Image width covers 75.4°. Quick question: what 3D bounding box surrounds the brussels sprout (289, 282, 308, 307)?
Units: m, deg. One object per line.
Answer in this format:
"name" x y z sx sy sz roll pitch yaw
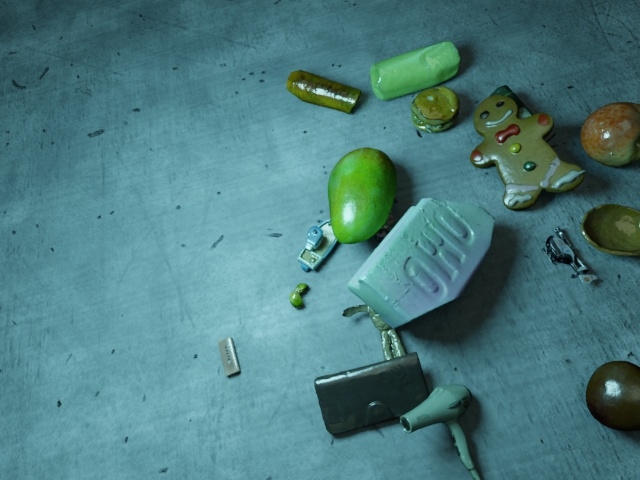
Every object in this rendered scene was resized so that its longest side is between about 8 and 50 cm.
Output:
"brussels sprout" -0.071 0.174 1.332 0.051 0.046 0.083 33 59 -26

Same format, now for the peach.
"peach" 0.963 -0.350 1.358 0.232 0.232 0.233 -3 66 7

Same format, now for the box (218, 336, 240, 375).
"box" -0.285 0.360 1.289 0.048 0.025 0.115 -19 64 -3

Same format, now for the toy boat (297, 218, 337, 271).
"toy boat" 0.000 0.000 1.370 0.088 0.102 0.215 32 73 17

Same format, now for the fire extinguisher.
"fire extinguisher" 0.712 -0.416 1.467 0.118 0.093 0.294 -36 64 20

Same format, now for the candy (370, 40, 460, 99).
"candy" 0.360 -0.653 1.597 0.343 0.132 0.142 -19 49 -1

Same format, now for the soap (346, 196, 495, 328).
"soap" 0.317 0.050 1.225 0.261 0.156 0.446 42 66 3

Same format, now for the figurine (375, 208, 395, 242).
"figurine" 0.221 -0.047 1.391 0.072 0.054 0.129 13 60 -4

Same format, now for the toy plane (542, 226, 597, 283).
"toy plane" 0.757 0.050 1.271 0.078 0.053 0.197 -19 60 -11

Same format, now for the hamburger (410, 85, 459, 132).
"hamburger" 0.418 -0.472 1.526 0.177 0.113 0.186 12 76 7

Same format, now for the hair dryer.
"hair dryer" 0.313 0.513 1.067 0.229 0.092 0.267 8 64 -24

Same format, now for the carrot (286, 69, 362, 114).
"carrot" 0.012 -0.583 1.628 0.301 0.114 0.114 23 71 13

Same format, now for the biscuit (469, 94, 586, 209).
"biscuit" 0.647 -0.317 1.388 0.283 0.064 0.432 -27 67 22

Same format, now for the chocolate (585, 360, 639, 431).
"chocolate" 0.766 0.400 1.054 0.176 0.177 0.177 -3 66 7

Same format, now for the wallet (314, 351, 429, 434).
"wallet" 0.147 0.431 1.164 0.309 0.042 0.165 -15 81 2

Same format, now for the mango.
"mango" 0.127 -0.149 1.348 0.225 0.201 0.382 15 58 6

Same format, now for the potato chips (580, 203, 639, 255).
"potato chips" 0.909 -0.023 1.276 0.208 0.062 0.195 -17 59 2

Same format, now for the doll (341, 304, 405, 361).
"doll" 0.198 0.223 1.256 0.202 0.091 0.286 -42 67 3
